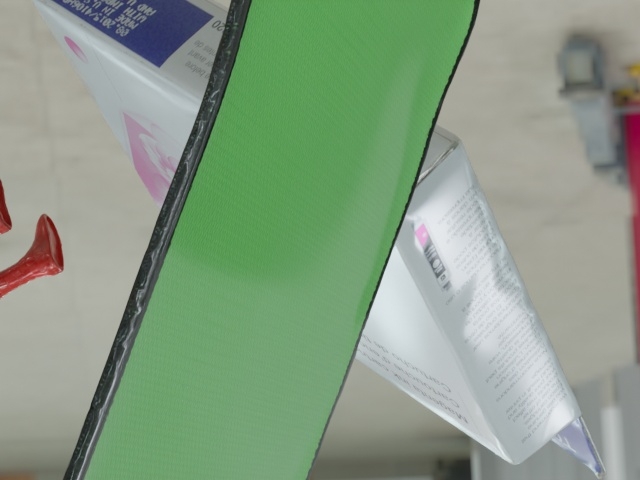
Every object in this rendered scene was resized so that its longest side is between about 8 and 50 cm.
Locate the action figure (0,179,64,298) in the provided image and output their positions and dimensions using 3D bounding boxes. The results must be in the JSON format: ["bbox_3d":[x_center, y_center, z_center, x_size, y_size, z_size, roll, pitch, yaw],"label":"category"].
[{"bbox_3d":[-0.301,0.026,1.197,0.280,0.139,0.091,-30,137,12],"label":"action figure"}]

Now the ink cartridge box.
[{"bbox_3d":[0.000,0.000,1.151,0.324,0.071,0.330,32,159,40],"label":"ink cartridge box"}]

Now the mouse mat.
[{"bbox_3d":[-0.013,0.021,0.375,0.007,0.190,0.152,19,179,15],"label":"mouse mat"}]
